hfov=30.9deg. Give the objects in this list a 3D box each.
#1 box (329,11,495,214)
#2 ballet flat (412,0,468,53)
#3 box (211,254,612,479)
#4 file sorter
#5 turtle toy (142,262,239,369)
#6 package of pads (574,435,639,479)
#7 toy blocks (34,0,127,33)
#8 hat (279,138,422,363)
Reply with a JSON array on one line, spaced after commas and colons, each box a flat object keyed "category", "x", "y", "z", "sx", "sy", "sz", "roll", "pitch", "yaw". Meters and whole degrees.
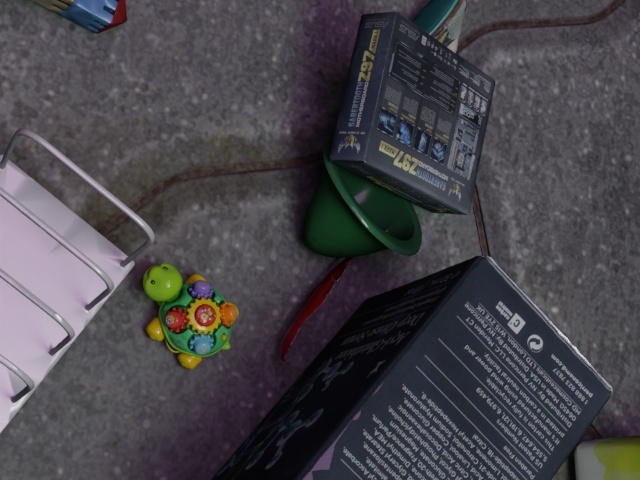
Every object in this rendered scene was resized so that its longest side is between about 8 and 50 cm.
[{"category": "box", "x": 0.117, "y": -0.148, "z": 1.407, "sx": 0.232, "sy": 0.059, "sz": 0.184, "roll": 21, "pitch": 77, "yaw": -48}, {"category": "ballet flat", "x": 0.128, "y": -0.233, "z": 1.498, "sx": 0.221, "sy": 0.077, "sz": 0.079, "roll": -49, "pitch": 117, "yaw": -19}, {"category": "box", "x": 0.063, "y": 0.243, "z": 1.238, "sx": 0.212, "sy": 0.293, "sz": 0.395, "roll": 45, "pitch": 65, "yaw": -7}, {"category": "file sorter", "x": -0.331, "y": 0.054, "z": 1.181, "sx": 0.193, "sy": 0.173, "sz": 0.278, "roll": 40, "pitch": 67, "yaw": -10}, {"category": "turtle toy", "x": -0.149, "y": 0.079, "z": 1.309, "sx": 0.130, "sy": 0.066, "sz": 0.095, "roll": 43, "pitch": 66, "yaw": -9}, {"category": "package of pads", "x": 0.420, "y": 0.383, "z": 1.393, "sx": 0.101, "sy": 0.229, "sz": 0.297, "roll": 4, "pitch": 79, "yaw": -32}, {"category": "toy blocks", "x": -0.288, "y": -0.421, "z": 1.320, "sx": 0.260, "sy": 0.190, "sz": 0.382, "roll": 25, "pitch": 70, "yaw": -28}, {"category": "hat", "x": 0.000, "y": 0.000, "z": 1.413, "sx": 0.173, "sy": 0.183, "sz": 0.208, "roll": 51, "pitch": 23, "yaw": 0}]
